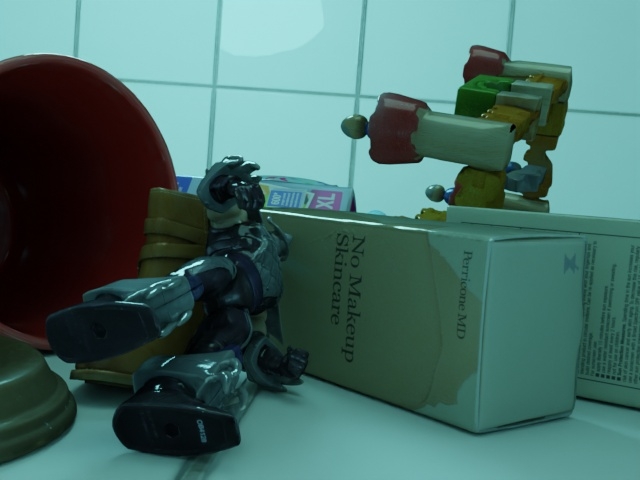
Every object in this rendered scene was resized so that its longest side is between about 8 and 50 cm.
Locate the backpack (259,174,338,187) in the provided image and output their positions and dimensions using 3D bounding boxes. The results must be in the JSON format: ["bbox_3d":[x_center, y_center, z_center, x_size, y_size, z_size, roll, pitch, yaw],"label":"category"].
[{"bbox_3d":[-0.057,-0.006,1.287,0.225,0.191,0.254,2,9,-43],"label":"backpack"}]

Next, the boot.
[{"bbox_3d":[-0.131,0.034,0.649,0.073,0.152,0.197,5,3,14],"label":"boot"}]

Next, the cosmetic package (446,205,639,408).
[{"bbox_3d":[0.267,0.059,0.720,0.310,0.160,0.113,8,4,33],"label":"cosmetic package"}]

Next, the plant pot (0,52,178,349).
[{"bbox_3d":[-0.320,-0.029,0.796,0.243,0.274,0.275,-4,-2,35],"label":"plant pot"}]

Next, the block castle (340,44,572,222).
[{"bbox_3d":[0.190,-0.087,1.128,0.213,0.303,0.453,13,26,22],"label":"block castle"}]

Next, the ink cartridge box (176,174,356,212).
[{"bbox_3d":[-0.120,0.003,1.055,0.311,0.185,0.065,3,-39,10],"label":"ink cartridge box"}]

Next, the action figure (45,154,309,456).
[{"bbox_3d":[-0.067,0.042,0.588,0.099,0.185,0.285,-17,13,19],"label":"action figure"}]

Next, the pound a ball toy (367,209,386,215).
[{"bbox_3d":[0.000,0.000,1.562,0.319,0.135,0.208,3,4,-36],"label":"pound a ball toy"}]

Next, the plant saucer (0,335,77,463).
[{"bbox_3d":[-0.292,0.089,0.495,0.278,0.041,0.278,5,3,0],"label":"plant saucer"}]

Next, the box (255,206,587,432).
[{"bbox_3d":[0.061,0.051,0.704,0.121,0.147,0.311,0,4,-39],"label":"box"}]

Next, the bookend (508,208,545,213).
[{"bbox_3d":[0.290,0.049,0.920,0.156,0.157,0.072,3,4,-16],"label":"bookend"}]
